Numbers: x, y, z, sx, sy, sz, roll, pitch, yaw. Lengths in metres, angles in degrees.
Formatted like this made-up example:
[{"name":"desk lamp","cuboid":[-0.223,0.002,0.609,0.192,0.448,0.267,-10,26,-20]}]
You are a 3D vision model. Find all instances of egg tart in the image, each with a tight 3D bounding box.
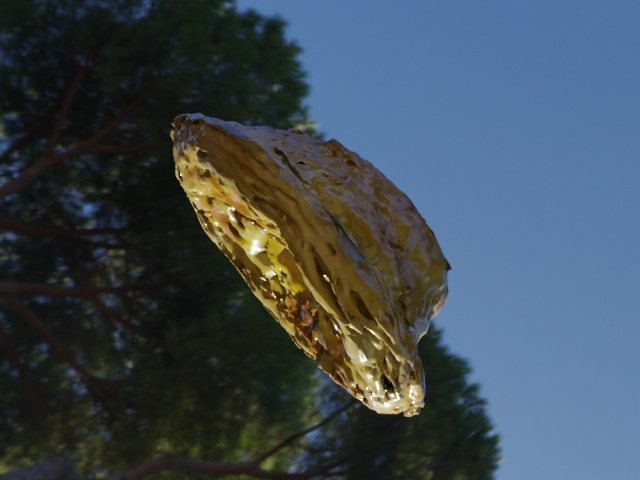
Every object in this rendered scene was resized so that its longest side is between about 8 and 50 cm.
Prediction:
[{"name":"egg tart","cuboid":[0.000,0.000,0.400,0.049,0.129,0.129,-40,-108,-12]}]
